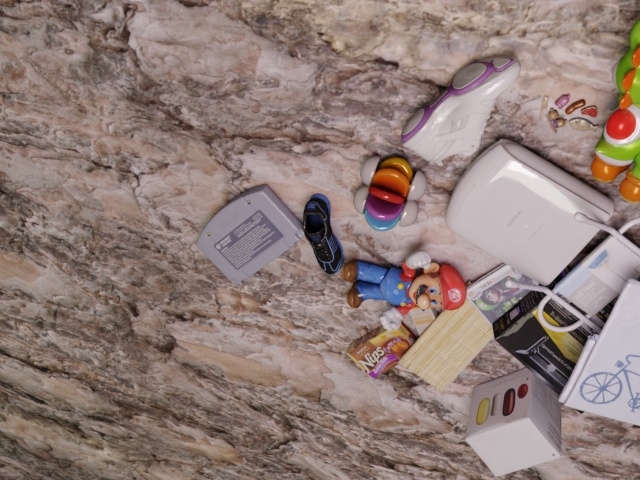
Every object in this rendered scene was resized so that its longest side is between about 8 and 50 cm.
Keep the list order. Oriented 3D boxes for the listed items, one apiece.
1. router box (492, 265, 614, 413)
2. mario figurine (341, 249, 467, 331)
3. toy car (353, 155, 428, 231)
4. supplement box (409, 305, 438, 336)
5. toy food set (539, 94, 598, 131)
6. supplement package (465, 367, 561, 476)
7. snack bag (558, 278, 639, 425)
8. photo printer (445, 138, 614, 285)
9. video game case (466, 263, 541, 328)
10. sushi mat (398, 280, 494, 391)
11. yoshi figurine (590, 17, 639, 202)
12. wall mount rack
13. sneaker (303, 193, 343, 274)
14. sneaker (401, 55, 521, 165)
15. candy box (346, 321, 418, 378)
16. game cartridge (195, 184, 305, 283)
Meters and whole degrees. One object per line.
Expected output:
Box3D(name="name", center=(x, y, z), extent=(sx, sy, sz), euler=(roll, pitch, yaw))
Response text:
Box3D(name="router box", center=(0.615, 0.242, 1.678), extent=(0.309, 0.081, 0.243), euler=(41, 114, -9))
Box3D(name="mario figurine", center=(0.204, 0.126, 1.725), extent=(0.320, 0.170, 0.198), euler=(1, 156, 28))
Box3D(name="toy car", center=(0.157, -0.100, 1.626), extent=(0.159, 0.136, 0.182), euler=(19, 125, 8))
Box3D(name="supplement box", center=(0.279, 0.205, 1.833), extent=(0.062, 0.036, 0.099), euler=(-14, 114, 25))
Box3D(name="toy food set", center=(0.529, -0.269, 1.458), extent=(0.122, 0.019, 0.078), euler=(10, 123, 14))
Box3D(name="supplement package", center=(0.509, 0.472, 1.814), extent=(0.194, 0.203, 0.149), euler=(-31, 107, 32))
Box3D(name="snack bag", center=(0.726, 0.256, 1.482), extent=(0.322, 0.037, 0.343), euler=(15, 113, -2))
Box3D(name="photo printer", center=(0.454, -0.068, 1.557), extent=(0.307, 0.107, 0.256), euler=(31, 126, -1))
Box3D(name="video game case", center=(0.480, 0.149, 1.716), extent=(0.173, 0.022, 0.190), euler=(-36, 105, 22))
Box3D(name="sushi mat", center=(0.353, 0.258, 1.811), extent=(0.151, 0.019, 0.317), euler=(32, 115, -8))
Box3D(name="yoshi figurine", center=(0.639, -0.266, 1.315), extent=(0.203, 0.203, 0.362), euler=(6, 135, 16))
Box3D(name="wall mount rack", center=(0.579, 0.077, 1.486), extent=(0.304, 0.130, 0.350), euler=(34, 116, -9))
Box3D(name="sneaker", center=(0.000, 0.000, 1.773), extent=(0.081, 0.090, 0.232), euler=(-4, 119, 22))
Box3D(name="sneaker", center=(0.321, -0.277, 1.492), extent=(0.152, 0.114, 0.305), euler=(36, 131, -21))
Box3D(name="candy box", center=(0.177, 0.300, 1.920), extent=(0.186, 0.053, 0.109), euler=(-35, 104, 32))
Box3D(name="game cartridge", center=(-0.195, -0.019, 1.857), extent=(0.294, 0.060, 0.196), euler=(-34, 108, 33))
